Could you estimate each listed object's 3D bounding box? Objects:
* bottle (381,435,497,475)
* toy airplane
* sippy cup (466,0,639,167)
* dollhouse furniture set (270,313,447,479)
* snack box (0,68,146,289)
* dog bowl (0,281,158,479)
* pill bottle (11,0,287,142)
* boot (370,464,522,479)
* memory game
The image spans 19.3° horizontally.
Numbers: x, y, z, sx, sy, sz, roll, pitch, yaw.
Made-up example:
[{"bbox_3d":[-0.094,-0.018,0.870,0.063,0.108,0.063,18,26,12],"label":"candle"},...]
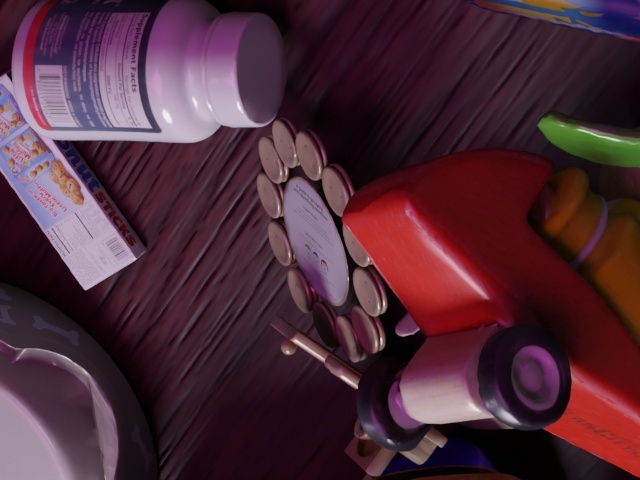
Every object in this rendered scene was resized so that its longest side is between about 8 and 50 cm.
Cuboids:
[{"bbox_3d":[0.130,0.291,1.427,0.092,0.118,0.283,-24,105,-6],"label":"bottle"},{"bbox_3d":[0.226,0.057,1.207,0.386,0.272,0.384,9,156,14],"label":"toy airplane"},{"bbox_3d":[0.186,-0.211,1.070,0.224,0.305,0.240,5,130,18],"label":"sippy cup"},{"bbox_3d":[-0.008,0.162,1.351,0.123,0.144,0.151,36,88,-22],"label":"dollhouse furniture set"},{"bbox_3d":[-0.213,-0.048,1.495,0.064,0.022,0.178,-30,98,35],"label":"snack box"},{"bbox_3d":[-0.293,0.188,1.601,0.349,0.102,0.349,12,119,22],"label":"dog bowl"},{"bbox_3d":[-0.121,-0.124,1.360,0.180,0.108,0.108,3,115,25],"label":"pill bottle"},{"bbox_3d":[0.157,0.215,1.312,0.112,0.305,0.115,-11,77,58],"label":"boot"},{"bbox_3d":[0.000,0.000,1.353,0.186,0.012,0.186,51,153,40],"label":"memory game"}]
